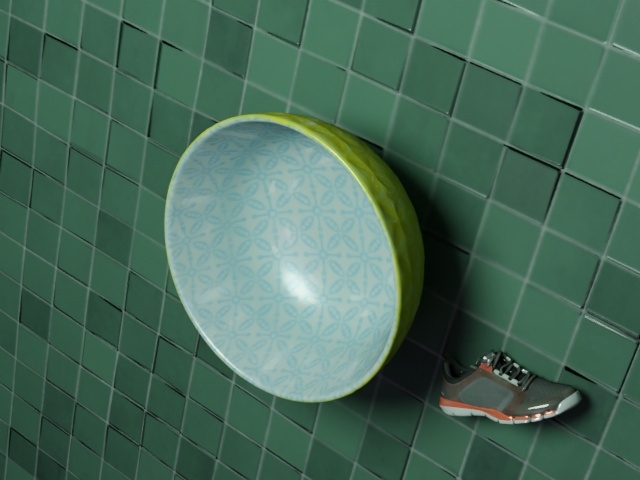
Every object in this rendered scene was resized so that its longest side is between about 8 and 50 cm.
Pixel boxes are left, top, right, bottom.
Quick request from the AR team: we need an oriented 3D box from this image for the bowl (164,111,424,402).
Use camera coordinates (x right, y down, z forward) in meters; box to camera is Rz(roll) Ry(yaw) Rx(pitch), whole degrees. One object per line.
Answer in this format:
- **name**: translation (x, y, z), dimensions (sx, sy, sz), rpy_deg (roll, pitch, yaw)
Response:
- **bowl**: translation (0.000, 0.000, 1.178), dimensions (0.289, 0.156, 0.289), rpy_deg (15, 116, 34)

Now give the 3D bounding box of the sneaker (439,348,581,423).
- **sneaker**: translation (0.180, 0.142, 1.159), dimensions (0.158, 0.061, 0.065), rpy_deg (-4, 98, 38)
